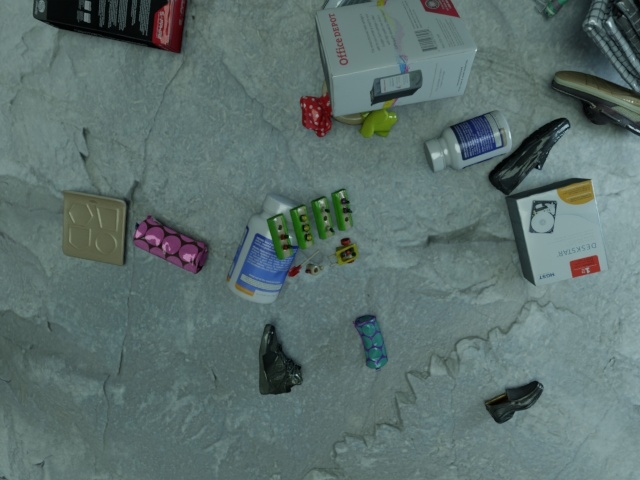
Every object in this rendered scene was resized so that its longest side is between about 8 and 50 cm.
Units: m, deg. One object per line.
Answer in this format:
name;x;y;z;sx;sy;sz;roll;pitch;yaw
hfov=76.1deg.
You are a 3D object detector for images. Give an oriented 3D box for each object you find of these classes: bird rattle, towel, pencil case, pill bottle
bird rattle;0.073;-0.356;1.044;0.253;0.143;0.207;14;91;17
towel;0.710;-0.472;0.854;0.283;0.121;0.235;33;78;-21
pencil case;0.144;0.290;1.166;0.070;0.064;0.152;-17;98;-7
pencil case;-0.423;0.012;1.166;0.209;0.095;0.098;26;82;-1
pill bottle;0.360;-0.238;1.015;0.186;0.112;0.112;-18;98;9
pill bottle;-0.140;0.019;1.101;0.152;0.152;0.272;24;102;1

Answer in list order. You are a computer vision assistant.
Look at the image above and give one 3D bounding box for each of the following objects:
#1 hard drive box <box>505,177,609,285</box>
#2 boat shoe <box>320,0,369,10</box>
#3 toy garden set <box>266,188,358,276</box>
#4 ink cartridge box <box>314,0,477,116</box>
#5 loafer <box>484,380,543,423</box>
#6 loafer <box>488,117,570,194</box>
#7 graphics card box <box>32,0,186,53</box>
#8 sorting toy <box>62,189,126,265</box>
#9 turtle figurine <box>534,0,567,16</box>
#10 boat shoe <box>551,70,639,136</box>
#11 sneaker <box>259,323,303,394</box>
hard drive box;0.600;-0.023;1.042;0.181;0.089;0.232;-16;99;10
boat shoe;0.089;-0.642;0.984;0.094;0.109;0.302;40;94;13
toy garden set;0.000;0.000;1.059;0.244;0.049;0.204;-26;114;-30
ink cartridge box;0.156;-0.423;0.922;0.306;0.131;0.226;-10;62;1
loafer;0.546;0.446;1.154;0.170;0.062;0.061;-43;89;11
loafer;0.529;-0.209;1.024;0.078;0.076;0.223;42;107;-8
graphics card box;-0.531;-0.641;1.047;0.370;0.094;0.233;12;102;3
sorting toy;-0.667;-0.037;1.211;0.192;0.038;0.208;10;106;5
turtle figurine;0.575;-0.602;0.924;0.234;0.118;0.175;17;106;-5
boat shoe;0.681;-0.319;0.972;0.285;0.103;0.092;20;135;3
sneaker;-0.114;0.350;1.198;0.130;0.087;0.228;1;104;4
